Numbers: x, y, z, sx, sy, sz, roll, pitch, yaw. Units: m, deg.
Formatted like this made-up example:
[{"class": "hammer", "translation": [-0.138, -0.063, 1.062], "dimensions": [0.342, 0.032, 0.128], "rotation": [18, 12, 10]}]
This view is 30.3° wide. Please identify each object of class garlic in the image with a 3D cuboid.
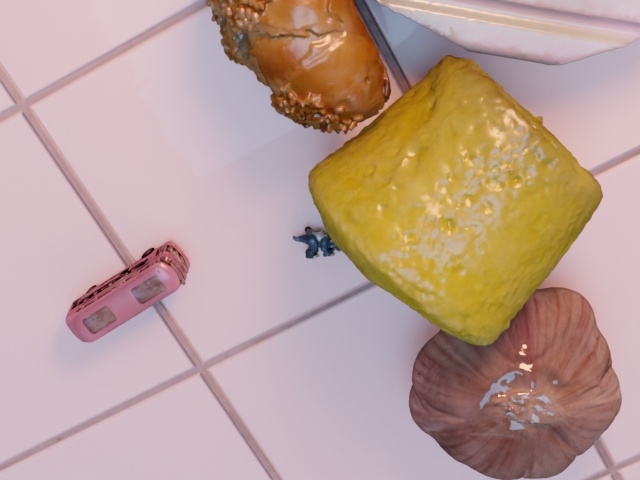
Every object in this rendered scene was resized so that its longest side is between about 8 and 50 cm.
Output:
[{"class": "garlic", "translation": [0.290, 0.222, 1.765], "dimensions": [0.318, 0.259, 0.317], "rotation": [0, 94, -1]}]

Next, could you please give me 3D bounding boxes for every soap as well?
[{"class": "soap", "translation": [0.249, -0.382, 1.560], "dimensions": [0.446, 0.156, 0.261], "rotation": [8, 113, -4]}]

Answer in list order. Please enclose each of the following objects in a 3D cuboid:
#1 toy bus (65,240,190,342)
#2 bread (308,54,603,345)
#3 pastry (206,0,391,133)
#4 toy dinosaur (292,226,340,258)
[{"class": "toy bus", "translation": [-0.293, 0.081, 1.793], "dimensions": [0.203, 0.090, 0.063], "rotation": [-32, 109, 12]}, {"class": "bread", "translation": [0.181, -0.063, 1.609], "dimensions": [0.348, 0.348, 0.307], "rotation": [36, 99, -15]}, {"class": "pastry", "translation": [-0.044, -0.273, 1.554], "dimensions": [0.162, 0.255, 0.311], "rotation": [-36, 109, -11]}, {"class": "toy dinosaur", "translation": [0.000, 0.000, 1.791], "dimensions": [0.083, 0.030, 0.047], "rotation": [-5, 112, 1]}]
